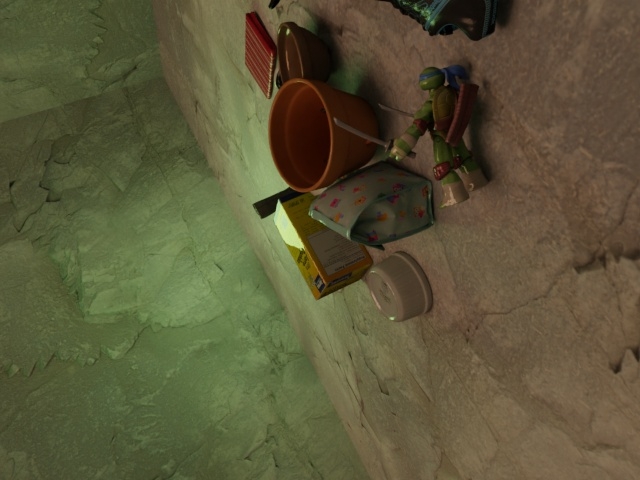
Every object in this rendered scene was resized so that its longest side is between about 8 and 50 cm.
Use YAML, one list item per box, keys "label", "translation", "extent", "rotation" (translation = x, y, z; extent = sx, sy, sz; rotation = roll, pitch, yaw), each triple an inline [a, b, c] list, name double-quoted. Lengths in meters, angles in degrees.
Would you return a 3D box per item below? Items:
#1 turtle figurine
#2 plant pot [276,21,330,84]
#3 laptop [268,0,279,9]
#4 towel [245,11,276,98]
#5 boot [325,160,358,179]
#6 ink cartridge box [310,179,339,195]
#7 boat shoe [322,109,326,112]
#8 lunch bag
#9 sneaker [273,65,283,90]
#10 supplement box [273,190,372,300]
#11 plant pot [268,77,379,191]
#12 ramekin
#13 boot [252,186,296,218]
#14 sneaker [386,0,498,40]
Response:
- label: "turtle figurine"
  translation: [0.216, -0.202, 1.089]
  extent: [0.266, 0.274, 0.198]
  rotation: [64, -165, -7]
- label: "plant pot"
  translation: [-0.041, -0.509, 1.507]
  extent: [0.237, 0.109, 0.238]
  rotation: [166, 90, -75]
- label: "laptop"
  translation: [-0.043, -0.778, 1.058]
  extent: [0.236, 0.408, 0.382]
  rotation: [34, 165, -12]
- label: "towel"
  translation: [-0.224, -0.682, 1.941]
  extent: [0.199, 0.031, 0.275]
  rotation: [59, 161, 15]
- label: "boot"
  translation: [0.020, -0.262, 1.693]
  extent: [0.269, 0.089, 0.236]
  rotation: [46, 158, 38]
- label: "ink cartridge box"
  translation: [0.019, -0.171, 1.701]
  extent: [0.235, 0.056, 0.171]
  rotation: [47, 168, -13]
- label: "boat shoe"
  translation: [-0.037, -0.461, 1.632]
  extent: [0.065, 0.075, 0.206]
  rotation: [88, 156, -53]
- label: "lunch bag"
  translation: [0.125, -0.083, 1.352]
  extent: [0.223, 0.262, 0.160]
  rotation: [36, 145, 54]
- label: "sneaker"
  translation: [-0.090, -0.486, 1.761]
  extent: [0.121, 0.079, 0.217]
  rotation: [49, 160, 27]
- label: "supplement box"
  translation: [0.000, 0.000, 1.880]
  extent: [0.357, 0.194, 0.195]
  rotation: [61, 160, 16]
- label: "plant pot"
  translation: [0.020, -0.288, 1.410]
  extent: [0.290, 0.203, 0.291]
  rotation: [23, 119, 49]
- label: "ramekin"
  translation: [0.230, 0.146, 1.572]
  extent: [0.207, 0.109, 0.207]
  rotation: [53, 157, 35]
- label: "boot"
  translation: [-0.153, -0.146, 2.096]
  extent: [0.189, 0.208, 0.076]
  rotation: [38, 147, 54]
- label: "sneaker"
  translation: [0.190, -0.448, 0.971]
  extent: [0.341, 0.125, 0.140]
  rotation: [42, 155, 54]
